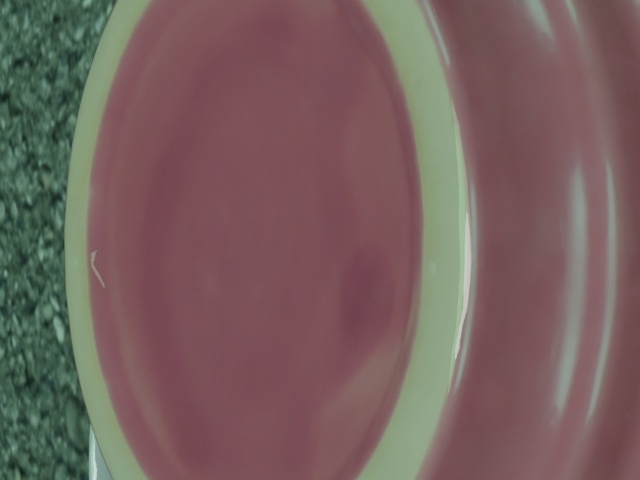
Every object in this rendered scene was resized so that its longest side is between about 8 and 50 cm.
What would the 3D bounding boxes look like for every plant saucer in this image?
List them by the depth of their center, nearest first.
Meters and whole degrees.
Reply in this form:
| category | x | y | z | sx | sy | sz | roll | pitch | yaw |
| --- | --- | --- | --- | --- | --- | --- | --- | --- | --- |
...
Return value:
| category | x | y | z | sx | sy | sz | roll | pitch | yaw |
| --- | --- | --- | --- | --- | --- | --- | --- | --- | --- |
| plant saucer | 0.000 | 0.000 | 0.583 | 0.332 | 0.084 | 0.332 | -3 | 86 | 53 |

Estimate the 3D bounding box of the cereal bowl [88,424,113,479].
| category | x | y | z | sx | sy | sz | roll | pitch | yaw |
| --- | --- | --- | --- | --- | --- | --- | --- | --- | --- |
| cereal bowl | 0.034 | 0.110 | 0.720 | 0.339 | 0.141 | 0.339 | 1 | 91 | 53 |
